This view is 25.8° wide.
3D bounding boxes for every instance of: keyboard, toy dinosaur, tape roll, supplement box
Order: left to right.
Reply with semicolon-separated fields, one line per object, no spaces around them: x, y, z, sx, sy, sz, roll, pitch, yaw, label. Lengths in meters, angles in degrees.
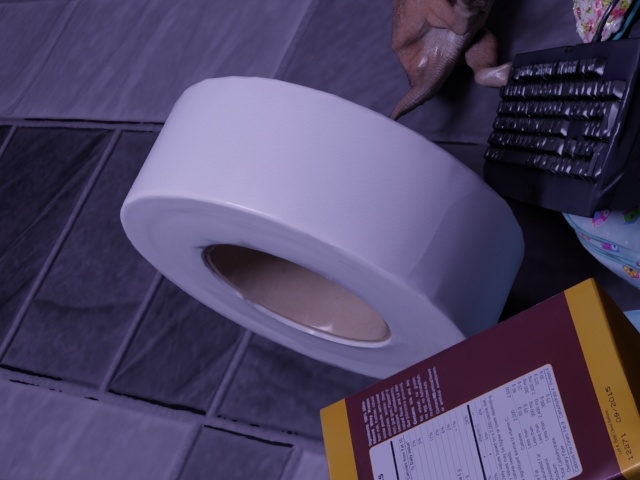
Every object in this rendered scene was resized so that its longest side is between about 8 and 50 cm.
0.000;0.000;1.018;0.286;0.286;0.100;7;65;42;tape roll
0.107;-0.224;1.234;0.200;0.127;0.296;8;76;51;toy dinosaur
0.135;0.158;0.853;0.194;0.191;0.129;-28;45;19;supplement box
0.180;-0.122;0.993;0.317;0.033;0.202;-141;72;-81;keyboard

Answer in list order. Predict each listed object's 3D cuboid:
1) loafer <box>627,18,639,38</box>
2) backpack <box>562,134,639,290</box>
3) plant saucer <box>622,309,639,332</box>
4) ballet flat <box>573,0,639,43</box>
0.317;-0.200;1.076;0.303;0.095;0.109;-62;13;-22;loafer
0.257;-0.021;0.951;0.182;0.115;0.152;26;80;50;backpack
0.192;0.090;0.958;0.119;0.021;0.119;-29;15;8;plant saucer
0.252;-0.269;1.166;0.241;0.077;0.091;-62;14;-21;ballet flat
